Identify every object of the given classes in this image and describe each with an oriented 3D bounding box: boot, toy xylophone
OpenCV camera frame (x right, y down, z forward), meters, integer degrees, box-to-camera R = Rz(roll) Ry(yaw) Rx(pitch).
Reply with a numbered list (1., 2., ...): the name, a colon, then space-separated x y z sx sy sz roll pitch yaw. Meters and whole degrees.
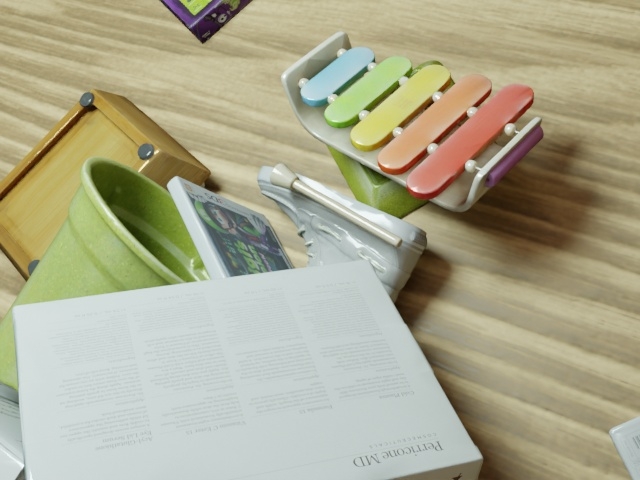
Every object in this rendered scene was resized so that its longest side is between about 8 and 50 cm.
1. boot: 0.000 0.000 1.067 0.258 0.095 0.123 26 91 37
2. toy xylophone: 0.085 -0.121 1.014 0.323 0.081 0.236 24 57 28

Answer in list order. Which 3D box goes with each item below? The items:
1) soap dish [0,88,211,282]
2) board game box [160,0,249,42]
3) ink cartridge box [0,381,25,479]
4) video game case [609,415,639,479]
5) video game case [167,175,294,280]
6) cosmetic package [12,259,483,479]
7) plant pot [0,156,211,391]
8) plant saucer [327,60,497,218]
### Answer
1. soap dish: -0.328 -0.059 1.222 0.291 0.118 0.229 -47 57 -3
2. board game box: -0.119 -0.489 1.392 0.347 0.056 0.208 -41 61 -1
3. ink cartridge box: -0.404 0.253 0.998 0.395 0.285 0.166 25 78 31
4. video game case: 0.423 0.227 0.817 0.227 0.026 0.206 -26 58 8
5. video game case: -0.089 0.018 1.051 0.022 0.173 0.190 -42 55 18
6. cosmetic package: -0.083 0.159 0.821 0.377 0.097 0.284 -7 37 -17
7. plant pot: -0.250 0.084 1.055 0.254 0.276 0.276 -47 56 10
8. plant saucer: 0.105 -0.136 1.120 0.188 0.045 0.188 -31 57 6
